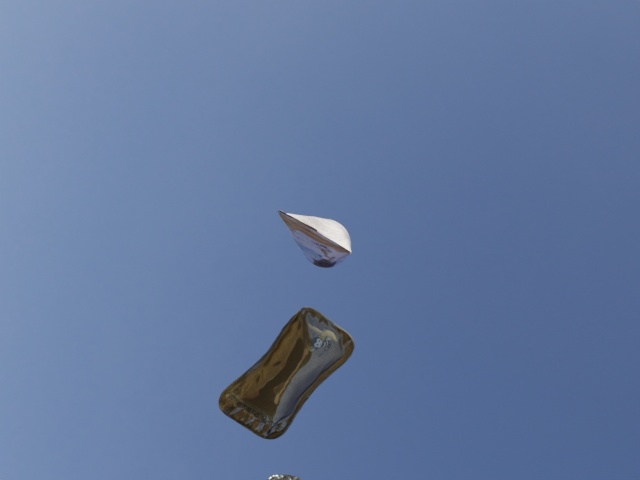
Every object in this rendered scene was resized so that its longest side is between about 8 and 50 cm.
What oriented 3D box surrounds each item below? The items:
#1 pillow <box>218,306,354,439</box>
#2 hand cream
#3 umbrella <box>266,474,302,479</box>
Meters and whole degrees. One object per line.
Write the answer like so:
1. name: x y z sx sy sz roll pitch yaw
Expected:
1. pillow: -0.050 0.206 1.617 0.217 0.130 0.033 -48 -155 6
2. hand cream: 0.000 0.000 1.107 0.084 0.142 0.053 29 -90 8
3. umbrella: -0.044 0.508 1.556 0.118 0.118 0.340 12 -66 50
